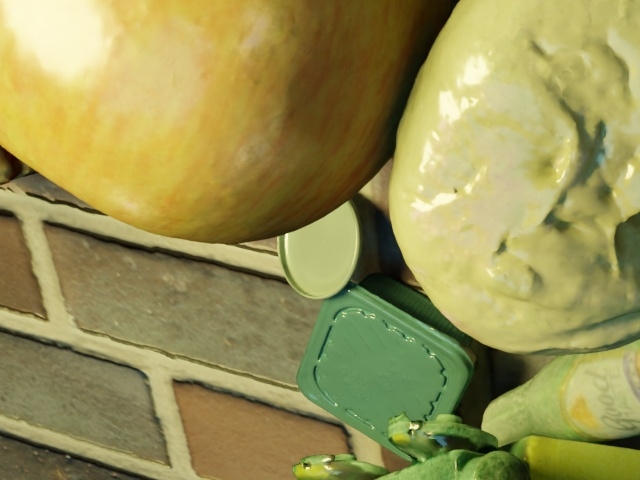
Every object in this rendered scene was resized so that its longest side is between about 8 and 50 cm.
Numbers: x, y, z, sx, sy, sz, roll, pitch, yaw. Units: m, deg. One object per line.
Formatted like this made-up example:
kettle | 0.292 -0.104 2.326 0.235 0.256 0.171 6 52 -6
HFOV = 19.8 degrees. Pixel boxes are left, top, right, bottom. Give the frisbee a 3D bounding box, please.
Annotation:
frisbee | 0.000 0.000 1.682 0.110 0.014 0.110 -4 84 46

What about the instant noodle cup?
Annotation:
instant noodle cup | 0.070 0.111 1.738 0.157 0.070 0.179 30 138 9

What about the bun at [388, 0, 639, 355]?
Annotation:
bun | 0.222 -0.065 1.294 0.213 0.361 0.361 53 148 32

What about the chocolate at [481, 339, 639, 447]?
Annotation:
chocolate | 0.256 0.131 1.614 0.110 0.110 0.291 49 139 -13

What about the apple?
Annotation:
apple | -0.088 -0.190 1.344 0.391 0.391 0.347 30 111 8

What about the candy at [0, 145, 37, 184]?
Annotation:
candy | -0.364 -0.190 1.657 0.179 0.135 0.321 -7 106 37

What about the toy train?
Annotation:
toy train | 0.129 0.267 1.684 0.253 0.160 0.397 10 160 -21
